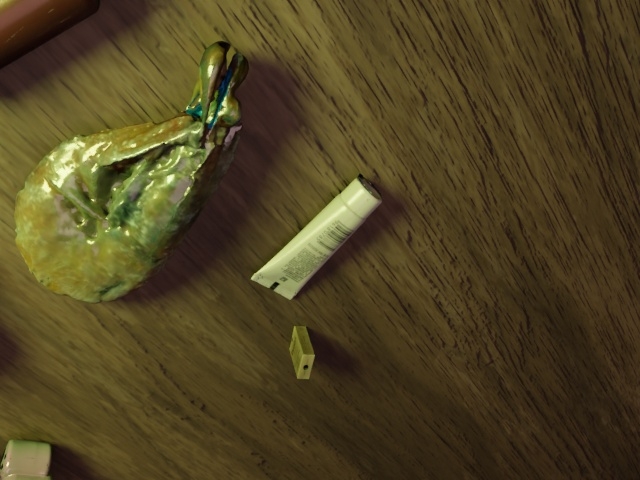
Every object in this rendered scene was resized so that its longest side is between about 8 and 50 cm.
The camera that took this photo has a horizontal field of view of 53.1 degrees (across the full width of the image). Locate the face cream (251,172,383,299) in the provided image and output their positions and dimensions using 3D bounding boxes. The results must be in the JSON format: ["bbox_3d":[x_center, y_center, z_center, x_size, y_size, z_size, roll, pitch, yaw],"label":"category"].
[{"bbox_3d":[0.000,0.000,1.029,0.092,0.058,0.243,32,111,-36],"label":"face cream"}]

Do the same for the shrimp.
[{"bbox_3d":[-0.252,-0.089,0.878,0.221,0.110,0.445,37,107,-22],"label":"shrimp"}]

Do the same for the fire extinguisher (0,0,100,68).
[{"bbox_3d":[-0.347,-0.276,0.738,0.269,0.105,0.105,-31,123,2],"label":"fire extinguisher"}]

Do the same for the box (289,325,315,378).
[{"bbox_3d":[-0.033,0.193,1.110,0.024,0.083,0.053,6,118,-15],"label":"box"}]

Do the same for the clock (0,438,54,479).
[{"bbox_3d":[-0.496,0.477,1.032,0.090,0.248,0.227,16,113,-27],"label":"clock"}]
